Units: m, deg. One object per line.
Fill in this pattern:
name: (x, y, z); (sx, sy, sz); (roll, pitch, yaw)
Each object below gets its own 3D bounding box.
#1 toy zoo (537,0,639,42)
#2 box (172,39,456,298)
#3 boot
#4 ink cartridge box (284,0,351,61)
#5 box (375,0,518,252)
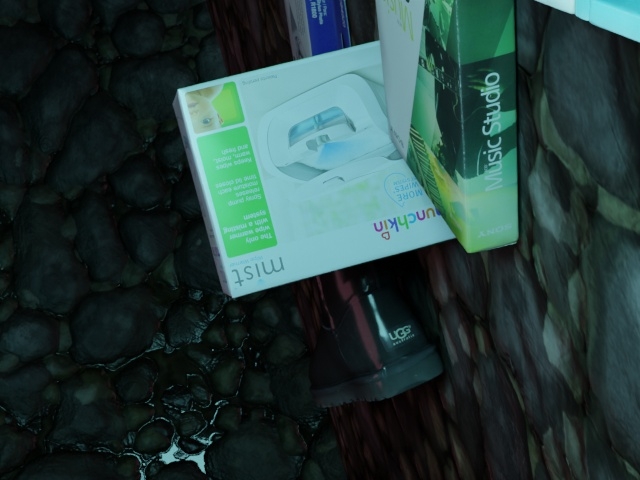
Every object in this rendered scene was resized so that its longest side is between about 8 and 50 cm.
toy zoo: (0.147, -0.204, 0.561); (0.293, 0.030, 0.192); (43, 144, 54)
box: (-0.007, -0.078, 1.238); (0.127, 0.261, 0.231); (174, 82, -81)
boot: (0.001, -0.001, 1.577); (0.445, 0.146, 0.367); (66, 159, 3)
ink cartridge box: (-0.007, -0.296, 1.584); (0.224, 0.045, 0.223); (-117, 14, -53)
box: (0.107, -0.181, 1.006); (0.232, 0.058, 0.322); (-116, 13, -54)
